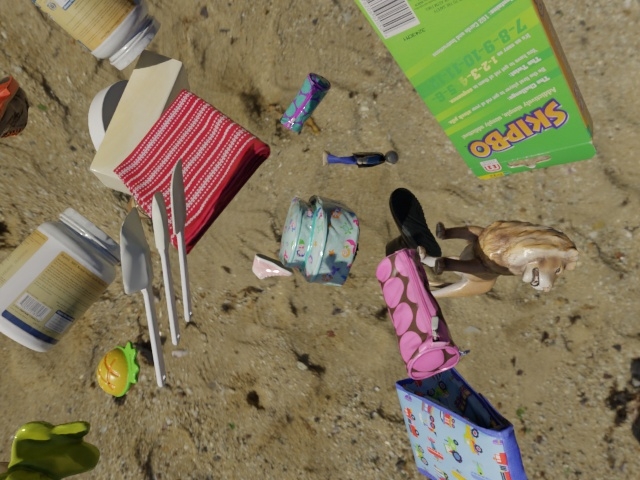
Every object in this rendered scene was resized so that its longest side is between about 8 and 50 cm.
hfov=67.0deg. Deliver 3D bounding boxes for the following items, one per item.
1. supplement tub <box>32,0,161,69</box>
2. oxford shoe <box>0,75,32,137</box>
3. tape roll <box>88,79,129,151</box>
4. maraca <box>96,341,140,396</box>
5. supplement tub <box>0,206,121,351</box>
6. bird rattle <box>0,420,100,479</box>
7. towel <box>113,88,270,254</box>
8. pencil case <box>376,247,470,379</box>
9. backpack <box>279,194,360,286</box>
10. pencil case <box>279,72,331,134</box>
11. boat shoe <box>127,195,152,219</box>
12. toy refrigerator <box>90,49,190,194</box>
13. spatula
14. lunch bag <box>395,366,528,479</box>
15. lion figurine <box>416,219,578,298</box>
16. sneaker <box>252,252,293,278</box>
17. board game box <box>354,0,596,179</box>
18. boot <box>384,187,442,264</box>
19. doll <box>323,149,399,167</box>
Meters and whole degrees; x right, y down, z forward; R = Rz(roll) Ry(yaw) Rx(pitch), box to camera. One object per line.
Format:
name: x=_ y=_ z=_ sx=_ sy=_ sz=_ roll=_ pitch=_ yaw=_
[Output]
supplement tub: x=-0.410 y=-0.429 z=0.879 sx=0.199 sy=0.144 sz=0.144 roll=42 pitch=74 yaw=-36
oxford shoe: x=-0.762 y=-0.285 z=1.167 sx=0.096 sy=0.098 sz=0.271 roll=-15 pitch=50 yaw=13
tape roll: x=-0.640 y=-0.377 z=1.731 sx=0.392 sy=0.072 sz=0.392 roll=35 pitch=48 yaw=-52
maraca: x=-0.515 y=0.333 z=1.252 sx=0.099 sy=0.185 sz=0.127 roll=1 pitch=63 yaw=-48
supplement tub: x=-0.675 y=0.094 z=1.229 sx=0.228 sy=0.228 sz=0.316 roll=41 pitch=71 yaw=-11
bird rattle: x=-0.421 y=0.351 z=0.643 sx=0.253 sy=0.143 sz=0.207 roll=-17 pitch=111 yaw=11
towel: x=-0.211 y=-0.121 z=0.749 sx=0.199 sy=0.275 sz=0.031 roll=-50 pitch=142 yaw=-1
pencil case: x=0.150 y=0.105 z=0.762 sx=0.095 sy=0.209 sz=0.098 roll=-16 pitch=136 yaw=0
backpack: x=0.000 y=0.000 z=1.263 sx=0.191 sy=0.253 sz=0.225 roll=9 pitch=104 yaw=-21
pencil case: x=-0.038 y=-0.337 z=1.191 sx=0.064 sy=0.152 sz=0.070 roll=33 pitch=37 yaw=-10
boat shoe: x=-0.350 y=-0.142 z=1.182 sx=0.123 sy=0.119 sz=0.324 roll=61 pitch=29 yaw=-11
toy refrigerator: x=-0.360 y=-0.234 z=0.974 sx=0.094 sy=0.102 sz=0.270 roll=18 pitch=77 yaw=-2
spatula: x=-0.185 y=0.046 z=0.573 sx=0.019 sy=0.168 sz=0.242 roll=5 pitch=123 yaw=-1
lunch bag: x=0.287 y=0.397 z=0.917 sx=0.138 sy=0.293 sz=0.221 roll=-20 pitch=103 yaw=-16
lion figurine: x=0.341 y=0.052 z=1.025 sx=0.240 sy=0.392 sz=0.142 roll=3 pitch=78 yaw=-2
sneaker: x=-0.154 y=0.097 z=1.528 sx=0.134 sy=0.051 sz=0.070 roll=23 pitch=106 yaw=5
board game box: x=0.148 y=-0.152 z=0.435 sx=0.259 sy=0.124 sz=0.039 roll=44 pitch=55 yaw=-34
boot: x=0.244 y=-0.014 z=1.462 sx=0.094 sy=0.207 sz=0.247 roll=-25 pitch=83 yaw=-24
doll: x=0.103 y=-0.205 z=1.221 sx=0.188 sy=0.129 sz=0.046 roll=2 pitch=99 yaw=10
